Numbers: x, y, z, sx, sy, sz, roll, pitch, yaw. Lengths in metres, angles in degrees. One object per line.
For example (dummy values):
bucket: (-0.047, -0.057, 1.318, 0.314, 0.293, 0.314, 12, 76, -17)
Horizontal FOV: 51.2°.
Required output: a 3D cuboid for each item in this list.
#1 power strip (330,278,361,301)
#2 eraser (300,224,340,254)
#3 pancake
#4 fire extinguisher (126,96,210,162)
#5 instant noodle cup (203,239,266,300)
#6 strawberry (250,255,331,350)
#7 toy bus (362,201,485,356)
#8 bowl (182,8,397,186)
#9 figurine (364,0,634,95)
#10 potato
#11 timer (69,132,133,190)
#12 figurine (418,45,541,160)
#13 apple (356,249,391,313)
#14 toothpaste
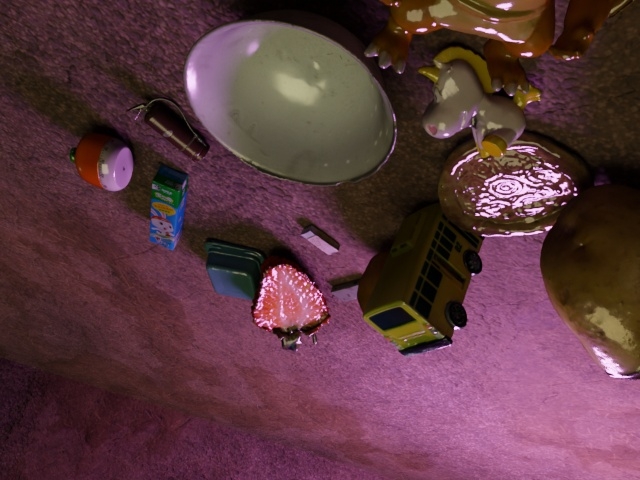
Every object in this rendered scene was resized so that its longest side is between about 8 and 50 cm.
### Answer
power strip: (0.073, 0.119, 1.574, 0.051, 0.019, 0.136, 36, 145, -27)
eraser: (0.000, 0.000, 1.430, 0.083, 0.019, 0.038, 37, 147, -25)
pancake: (0.312, -0.086, 1.097, 0.250, 0.031, 0.250, 10, 142, 8)
fire extinguisher: (-0.272, -0.212, 1.236, 0.078, 0.045, 0.157, -38, 120, 22)
instant noodle cup: (-0.207, 0.081, 1.628, 0.157, 0.070, 0.179, 11, 147, 11)
strawberry: (-0.079, 0.136, 1.610, 0.188, 0.106, 0.286, -11, 128, -4)
toy bus: (0.189, 0.060, 1.195, 0.150, 0.262, 0.128, 40, 143, -17)
bowl: (-0.026, -0.230, 0.965, 0.313, 0.146, 0.313, 15, 147, 10)
figurine: (0.166, -0.327, 0.598, 0.401, 0.268, 0.387, 26, 151, -1)
potato: (0.448, 0.038, 1.014, 0.242, 0.285, 0.242, 35, -178, -2)
timer: (-0.453, -0.162, 1.356, 0.136, 0.099, 0.136, 8, 136, 8)
figurine: (0.212, -0.198, 0.953, 0.178, 0.109, 0.130, 25, 122, -7)
apple: (0.153, 0.103, 1.360, 0.155, 0.182, 0.182, 34, 155, 24)
toothpaste: (-0.341, -0.067, 1.488, 0.065, 0.050, 0.267, 24, 148, -2)
